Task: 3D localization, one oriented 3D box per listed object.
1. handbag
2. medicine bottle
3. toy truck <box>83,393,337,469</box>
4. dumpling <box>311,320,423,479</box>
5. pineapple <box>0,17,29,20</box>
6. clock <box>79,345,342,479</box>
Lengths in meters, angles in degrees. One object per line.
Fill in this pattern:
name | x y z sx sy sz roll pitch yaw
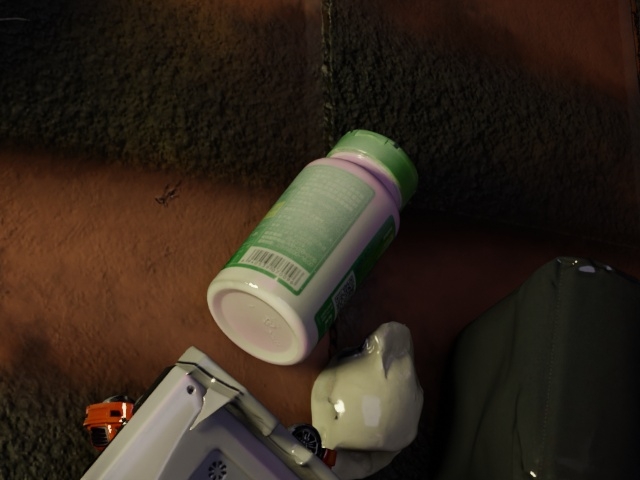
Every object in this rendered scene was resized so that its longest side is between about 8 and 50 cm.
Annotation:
handbag | 0.252 0.205 1.731 0.177 0.275 0.302 19 59 -15
medicine bottle | 0.000 0.000 1.735 0.133 0.133 0.274 44 57 -10
toy truck | -0.116 0.227 1.596 0.252 0.107 0.114 16 75 -28
dumpling | 0.065 0.183 1.740 0.150 0.092 0.176 27 54 -36
pineapple | -0.458 -0.218 1.560 0.161 0.158 0.334 22 48 22
clock | -0.093 0.248 1.501 0.253 0.083 0.186 46 75 -26
